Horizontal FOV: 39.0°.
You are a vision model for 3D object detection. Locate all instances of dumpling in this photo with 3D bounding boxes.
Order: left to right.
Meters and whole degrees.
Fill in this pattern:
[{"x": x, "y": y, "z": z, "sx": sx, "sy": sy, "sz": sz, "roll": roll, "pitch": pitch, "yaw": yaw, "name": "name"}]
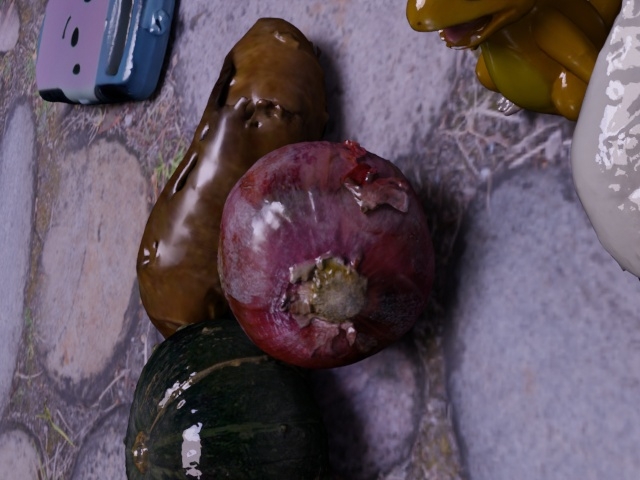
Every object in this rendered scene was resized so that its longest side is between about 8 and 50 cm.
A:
[{"x": 0.205, "y": -0.038, "z": 0.446, "sx": 0.150, "sy": 0.092, "sz": 0.177, "roll": 1, "pitch": 88, "yaw": 34, "name": "dumpling"}]

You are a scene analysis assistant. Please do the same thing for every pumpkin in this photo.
[{"x": -0.070, "y": 0.155, "z": 0.679, "sx": 0.190, "sy": 0.146, "sz": 0.190, "roll": -170, "pitch": 90, "yaw": -74, "name": "pumpkin"}]

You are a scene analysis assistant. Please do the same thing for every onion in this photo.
[{"x": 0.000, "y": 0.000, "z": 0.650, "sx": 0.195, "sy": 0.159, "sz": 0.159, "roll": -106, "pitch": 39, "yaw": -70, "name": "onion"}]

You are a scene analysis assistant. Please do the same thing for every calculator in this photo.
[{"x": -0.254, "y": -0.241, "z": 1.054, "sx": 0.293, "sy": 0.051, "sz": 0.173, "roll": 8, "pitch": 87, "yaw": 49, "name": "calculator"}]

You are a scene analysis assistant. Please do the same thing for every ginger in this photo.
[{"x": -0.076, "y": -0.036, "z": 0.750, "sx": 0.133, "sy": 0.107, "sz": 0.309, "roll": -123, "pitch": 56, "yaw": -82, "name": "ginger"}]

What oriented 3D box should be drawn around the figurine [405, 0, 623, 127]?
[{"x": 0.122, "y": -0.143, "z": 0.512, "sx": 0.121, "sy": 0.176, "sz": 0.122, "roll": 37, "pitch": 98, "yaw": 44, "name": "figurine"}]
